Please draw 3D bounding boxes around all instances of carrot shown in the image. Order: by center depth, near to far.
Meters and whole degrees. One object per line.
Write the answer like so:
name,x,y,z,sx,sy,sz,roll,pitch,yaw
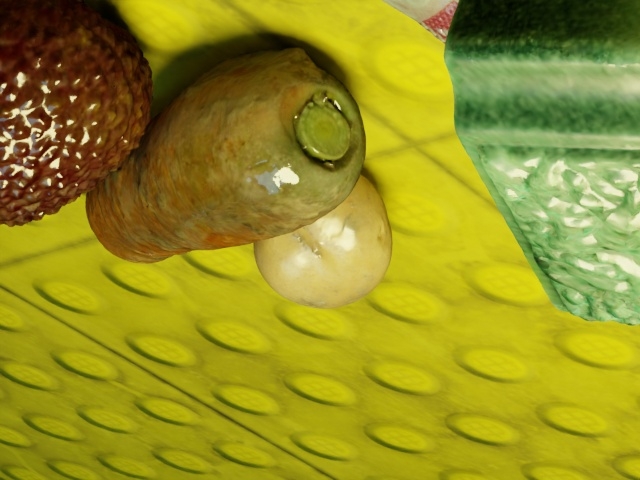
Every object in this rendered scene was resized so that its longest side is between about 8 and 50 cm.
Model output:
carrot,-0.084,-0.050,1.241,0.138,0.139,0.302,28,152,-22

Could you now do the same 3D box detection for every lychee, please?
lychee,-0.216,-0.108,1.163,0.194,0.194,0.194,14,154,7

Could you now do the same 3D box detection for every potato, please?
potato,0.000,-0.002,1.315,0.112,0.112,0.147,17,145,0

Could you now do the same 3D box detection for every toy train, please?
toy train,0.190,-0.088,0.872,0.167,0.238,0.299,4,151,31

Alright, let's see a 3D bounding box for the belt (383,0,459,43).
belt,0.040,-0.178,0.987,0.232,0.071,0.053,25,147,-23
